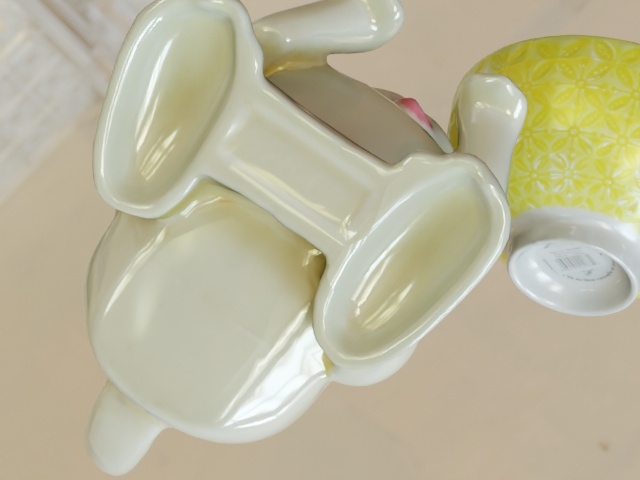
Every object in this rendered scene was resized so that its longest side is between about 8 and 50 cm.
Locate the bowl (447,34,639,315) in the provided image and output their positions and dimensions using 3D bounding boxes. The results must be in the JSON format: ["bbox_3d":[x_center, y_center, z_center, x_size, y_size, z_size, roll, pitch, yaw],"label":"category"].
[{"bbox_3d":[0.235,-0.029,1.631,0.289,0.156,0.289,14,148,9],"label":"bowl"}]

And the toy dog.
[{"bbox_3d":[0.000,0.000,1.419,0.285,0.395,0.408,26,-166,9],"label":"toy dog"}]
